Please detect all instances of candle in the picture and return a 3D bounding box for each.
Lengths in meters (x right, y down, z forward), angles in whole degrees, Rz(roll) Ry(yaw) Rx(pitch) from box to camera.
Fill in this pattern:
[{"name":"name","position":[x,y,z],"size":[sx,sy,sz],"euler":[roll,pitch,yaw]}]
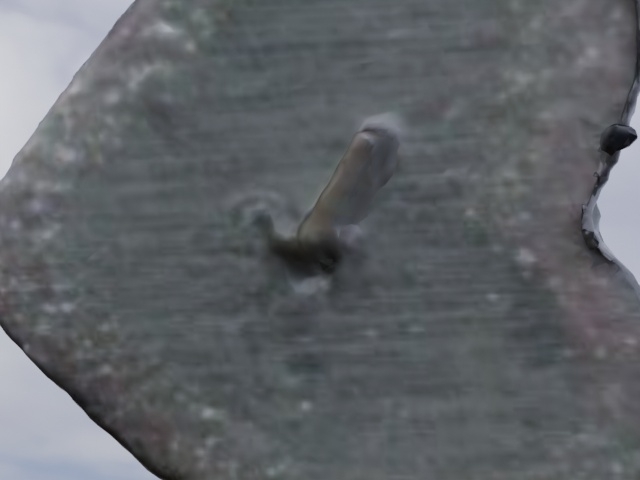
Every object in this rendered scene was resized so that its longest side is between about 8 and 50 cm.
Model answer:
[{"name":"candle","position":[0.000,0.000,0.379],"size":[0.168,0.192,0.068],"euler":[-2,0,11]}]
